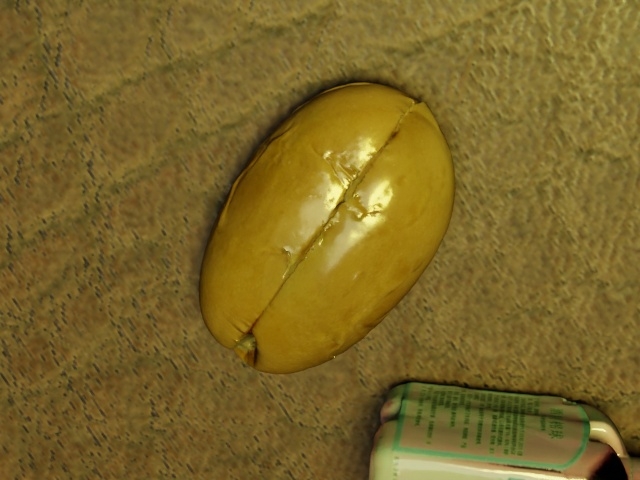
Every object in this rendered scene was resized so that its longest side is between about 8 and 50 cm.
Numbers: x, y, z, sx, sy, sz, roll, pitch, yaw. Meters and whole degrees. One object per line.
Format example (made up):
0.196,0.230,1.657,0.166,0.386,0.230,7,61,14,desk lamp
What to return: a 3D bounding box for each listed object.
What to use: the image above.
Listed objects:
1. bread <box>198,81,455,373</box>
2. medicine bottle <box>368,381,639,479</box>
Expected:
0.000,0.000,0.999,0.114,0.077,0.189,32,109,-9,bread
0.122,0.154,1.026,0.188,0.094,0.119,6,113,7,medicine bottle
